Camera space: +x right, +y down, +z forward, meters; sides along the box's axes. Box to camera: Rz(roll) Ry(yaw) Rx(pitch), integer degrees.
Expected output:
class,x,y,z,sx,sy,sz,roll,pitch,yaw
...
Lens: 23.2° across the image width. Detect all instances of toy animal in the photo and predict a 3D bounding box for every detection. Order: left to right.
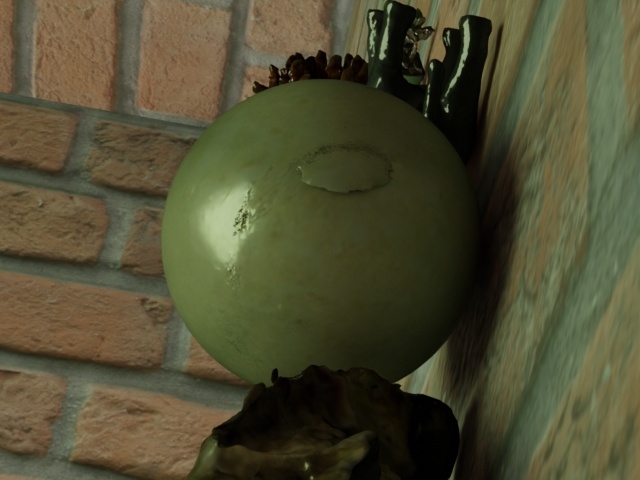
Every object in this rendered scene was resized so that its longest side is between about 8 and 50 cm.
class,x,y,z,sx,sy,sz,roll,pitch,yaw
toy animal,0.061,-0.092,1.097,0.269,0.082,0.137,134,147,-84

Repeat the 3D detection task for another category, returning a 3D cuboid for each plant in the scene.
class,x,y,z,sx,sy,sz,roll,pitch,yaw
plant,0.075,-0.171,1.450,0.051,0.051,0.102,-85,7,-63

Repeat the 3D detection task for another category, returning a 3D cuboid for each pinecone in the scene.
class,x,y,z,sx,sy,sz,roll,pitch,yaw
pinecone,0.003,-0.125,1.628,0.173,0.174,0.173,-170,90,-88

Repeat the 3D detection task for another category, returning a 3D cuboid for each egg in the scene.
class,x,y,z,sx,sy,sz,roll,pitch,yaw
egg,0.000,0.000,0.913,0.253,0.187,0.186,139,140,-82

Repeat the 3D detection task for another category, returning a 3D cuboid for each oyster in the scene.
class,x,y,z,sx,sy,sz,roll,pitch,yaw
oyster,0.004,0.147,0.700,0.361,0.096,0.221,37,-132,-66
